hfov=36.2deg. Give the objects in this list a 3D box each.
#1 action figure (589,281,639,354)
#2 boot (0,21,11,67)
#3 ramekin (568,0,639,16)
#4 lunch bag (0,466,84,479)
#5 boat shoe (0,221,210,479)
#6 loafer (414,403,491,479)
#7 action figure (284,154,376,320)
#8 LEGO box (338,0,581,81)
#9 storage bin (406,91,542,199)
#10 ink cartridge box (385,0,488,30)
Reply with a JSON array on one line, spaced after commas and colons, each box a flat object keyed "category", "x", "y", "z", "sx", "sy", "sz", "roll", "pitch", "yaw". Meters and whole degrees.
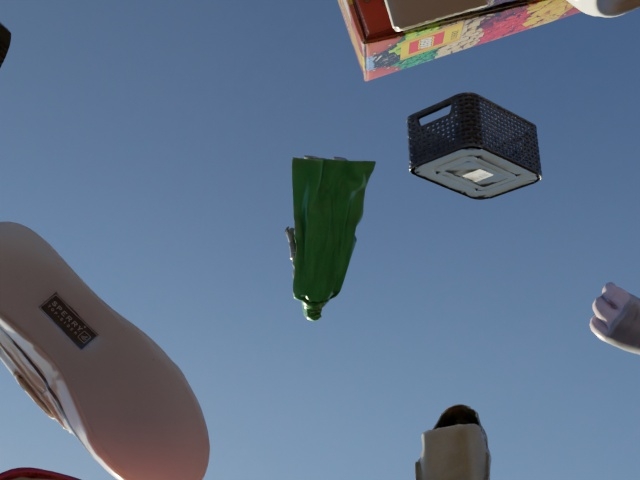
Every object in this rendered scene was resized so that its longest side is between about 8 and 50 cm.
[{"category": "action figure", "x": 0.263, "y": 0.158, "z": 0.477, "sx": 0.248, "sy": 0.275, "sz": 0.370, "roll": 5, "pitch": -69, "yaw": 5}, {"category": "boot", "x": -0.472, "y": -0.213, "z": 1.199, "sx": 0.198, "sy": 0.137, "sz": 0.077, "roll": -45, "pitch": -48, "yaw": 2}, {"category": "ramekin", "x": 0.349, "y": -0.365, "z": 1.068, "sx": 0.273, "sy": 0.127, "sz": 0.273, "roll": -30, "pitch": -20, "yaw": -12}, {"category": "lunch bag", "x": -0.112, "y": 0.297, "z": 0.602, "sx": 0.293, "sy": 0.258, "sz": 0.120, "roll": 17, "pitch": -28, "yaw": -3}, {"category": "boat shoe", "x": -0.198, "y": 0.106, "z": 0.797, "sx": 0.096, "sy": 0.267, "sz": 0.088, "roll": -45, "pitch": -1, "yaw": -33}, {"category": "loafer", "x": 0.165, "y": 0.282, "z": 1.232, "sx": 0.102, "sy": 0.268, "sz": 0.092, "roll": -13, "pitch": -83, "yaw": 10}, {"category": "action figure", "x": 0.000, "y": 0.000, "z": 1.353, "sx": 0.137, "sy": 0.063, "sz": 0.232, "roll": 1, "pitch": -79, "yaw": -30}, {"category": "LEGO box", "x": 0.161, "y": -0.538, "z": 1.414, "sx": 0.373, "sy": 0.500, "sz": 0.193, "roll": -17, "pitch": -7, "yaw": 1}, {"category": "storage bin", "x": 0.220, "y": -0.130, "z": 1.398, "sx": 0.180, "sy": 0.084, "sz": 0.122, "roll": 18, "pitch": -28, "yaw": -42}, {"category": "ink cartridge box", "x": 0.081, "y": -0.313, "z": 0.892, "sx": 0.093, "sy": 0.154, "sz": 0.212, "roll": -12, "pitch": -71, "yaw": 9}]
